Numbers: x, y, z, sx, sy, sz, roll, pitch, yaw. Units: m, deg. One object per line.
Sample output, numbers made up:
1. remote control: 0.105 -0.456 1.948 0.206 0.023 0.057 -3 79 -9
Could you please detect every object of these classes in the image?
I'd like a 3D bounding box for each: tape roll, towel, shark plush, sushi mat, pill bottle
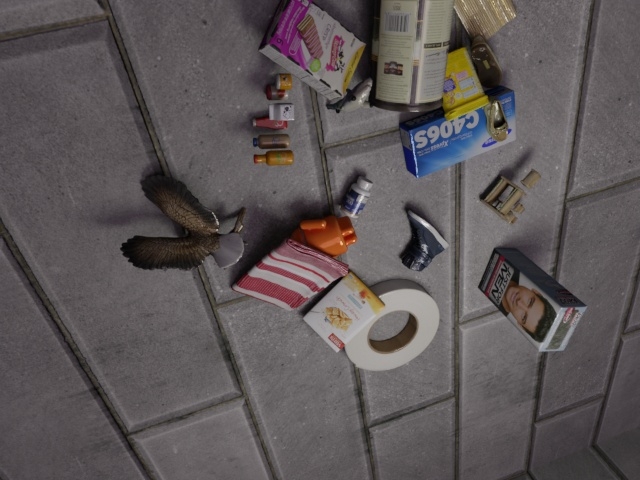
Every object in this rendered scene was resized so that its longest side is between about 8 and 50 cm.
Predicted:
1. tape roll: 0.259 0.325 1.799 0.391 0.072 0.392 -9 121 -15
2. towel: -0.101 0.120 1.488 0.237 0.037 0.329 25 137 -28
3. shark plush: 0.082 -0.380 1.288 0.073 0.161 0.067 5 81 -28
4. sushi mat: 0.410 -0.691 1.284 0.151 0.019 0.316 -41 124 9
5. pill bottle: 0.114 -0.135 1.480 0.067 0.067 0.120 16 113 -26

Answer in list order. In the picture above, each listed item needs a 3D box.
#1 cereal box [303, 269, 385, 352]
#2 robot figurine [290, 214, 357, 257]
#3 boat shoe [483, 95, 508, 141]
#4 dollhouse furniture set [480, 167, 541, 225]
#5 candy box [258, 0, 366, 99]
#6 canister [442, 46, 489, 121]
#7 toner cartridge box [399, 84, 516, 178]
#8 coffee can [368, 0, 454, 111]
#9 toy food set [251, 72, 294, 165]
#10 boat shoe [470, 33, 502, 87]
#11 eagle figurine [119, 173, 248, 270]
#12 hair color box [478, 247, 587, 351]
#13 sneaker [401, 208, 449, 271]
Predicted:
1. cereal box: 0.081 0.246 1.656 0.173 0.047 0.240 44 100 2
2. robot figurine: -0.001 -0.002 1.477 0.219 0.158 0.128 -21 82 5
3. boat shoe: 0.524 -0.353 1.411 0.056 0.048 0.153 -29 124 -1
4. dollhouse furniture set: 0.668 -0.166 1.658 0.182 0.101 0.161 -52 146 14
5. candy box: -0.017 -0.484 1.196 0.233 0.071 0.159 26 84 -30
6. canister: 0.386 -0.441 1.349 0.126 0.073 0.170 -24 94 -5
7. toner cartridge box: 0.424 -0.333 1.465 0.347 0.075 0.165 -22 125 -5
8. coffee can: 0.230 -0.493 1.228 0.201 0.201 0.276 -8 121 -14
9. toy food set: -0.132 -0.320 1.262 0.104 0.111 0.232 -5 114 -14
10. boat shoe: 0.480 -0.518 1.375 0.068 0.072 0.190 -7 156 27
11. eagle figurine: -0.367 -0.017 1.319 0.298 0.226 0.225 22 131 -33
12. hair color box: 0.735 0.199 1.701 0.113 0.374 0.186 2 118 -20
13. sneaker: 0.324 0.010 1.626 0.163 0.086 0.226 -45 124 7
